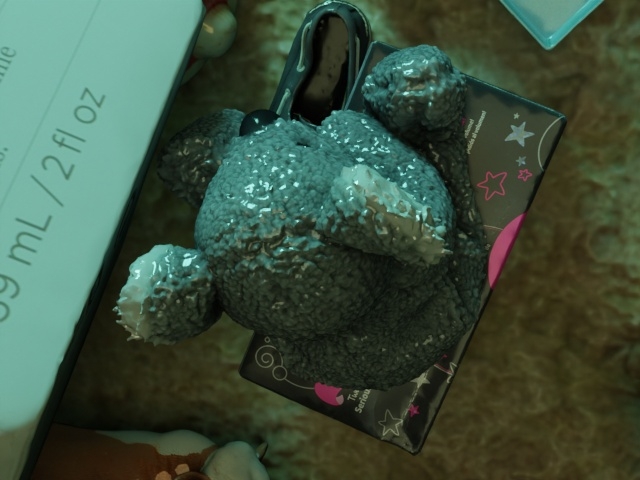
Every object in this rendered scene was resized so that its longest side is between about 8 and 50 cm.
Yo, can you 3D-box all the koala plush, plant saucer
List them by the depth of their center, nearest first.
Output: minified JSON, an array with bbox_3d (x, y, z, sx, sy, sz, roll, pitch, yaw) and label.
[{"bbox_3d":[0.000,0.000,0.643,0.196,0.221,0.203,-17,89,13],"label":"koala plush"},{"bbox_3d":[0.123,-0.228,0.828,0.067,0.018,0.192,-43,92,11],"label":"plant saucer"}]

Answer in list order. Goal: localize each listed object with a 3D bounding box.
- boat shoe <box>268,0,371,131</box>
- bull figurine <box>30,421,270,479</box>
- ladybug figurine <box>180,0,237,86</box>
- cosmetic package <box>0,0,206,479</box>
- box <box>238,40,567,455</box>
[{"bbox_3d":[-0.015,-0.084,0.878,0.075,0.065,0.206,18,98,4],"label":"boat shoe"},{"bbox_3d":[-0.180,0.218,0.913,0.311,0.101,0.188,12,104,10],"label":"bull figurine"},{"bbox_3d":[-0.265,-0.252,0.840,0.449,0.162,0.305,24,98,3],"label":"ladybug figurine"},{"bbox_3d":[-0.328,-0.012,0.698,0.394,0.329,0.327,20,141,-9],"label":"cosmetic package"},{"bbox_3d":[0.062,-0.001,0.829,0.142,0.163,0.247,24,98,7],"label":"box"}]
